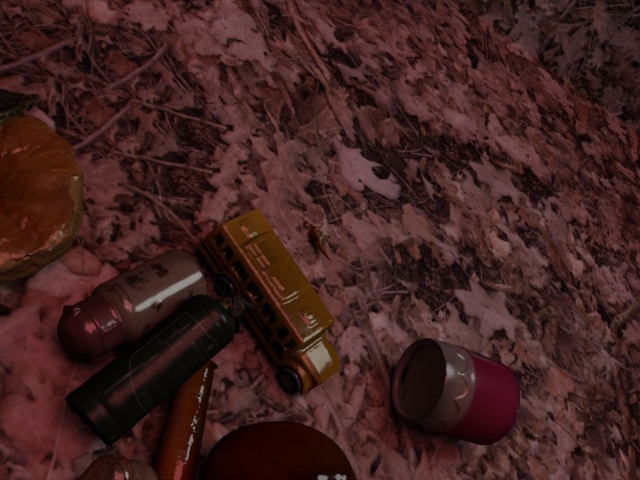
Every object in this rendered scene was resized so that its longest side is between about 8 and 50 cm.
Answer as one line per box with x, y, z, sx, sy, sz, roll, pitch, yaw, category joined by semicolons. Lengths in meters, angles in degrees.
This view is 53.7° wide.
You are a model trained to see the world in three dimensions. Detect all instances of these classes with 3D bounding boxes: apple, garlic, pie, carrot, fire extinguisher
-0.054;0.373;0.923;0.234;0.234;0.234;20;51;-27;apple
-0.277;0.366;0.837;0.147;0.102;0.159;12;66;-49;garlic
-0.518;-0.080;0.958;0.339;0.083;0.339;19;49;-23;pie
-0.208;0.288;0.967;0.067;0.067;0.225;27;46;-21;carrot
-0.222;0.172;0.959;0.311;0.095;0.114;-42;131;-28;fire extinguisher

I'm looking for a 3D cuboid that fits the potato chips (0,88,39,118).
-0.576;-0.240;0.997;0.220;0.029;0.202;30;35;20;potato chips

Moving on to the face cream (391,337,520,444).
0.264;0.297;1.248;0.195;0.175;0.175;23;50;-23;face cream

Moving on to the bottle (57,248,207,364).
-0.296;0.104;0.991;0.110;0.110;0.233;53;44;4;bottle

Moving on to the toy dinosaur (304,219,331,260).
0.003;-0.002;1.352;0.041;0.026;0.113;-18;65;-37;toy dinosaur

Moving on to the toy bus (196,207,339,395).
-0.080;0.108;1.146;0.121;0.123;0.335;-29;81;-45;toy bus
